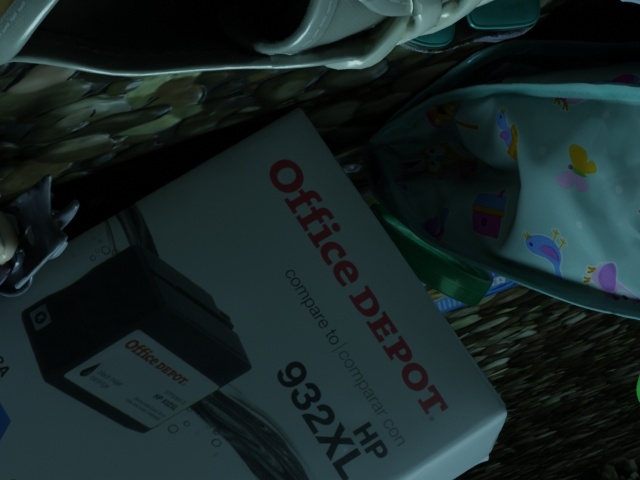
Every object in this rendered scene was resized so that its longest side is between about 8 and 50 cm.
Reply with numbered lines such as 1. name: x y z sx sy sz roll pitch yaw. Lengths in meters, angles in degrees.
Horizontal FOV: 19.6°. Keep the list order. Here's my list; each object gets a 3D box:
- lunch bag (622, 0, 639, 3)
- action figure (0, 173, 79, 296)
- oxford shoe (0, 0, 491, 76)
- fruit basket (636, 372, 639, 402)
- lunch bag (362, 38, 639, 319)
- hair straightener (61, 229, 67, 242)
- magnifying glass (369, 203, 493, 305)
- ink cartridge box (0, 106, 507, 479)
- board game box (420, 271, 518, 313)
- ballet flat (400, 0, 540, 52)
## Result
1. lunch bag: 0.193 -0.159 0.965 0.083 0.053 0.071 -29 168 -6
2. action figure: -0.242 0.008 0.911 0.285 0.099 0.185 -11 155 -44
3. oxford shoe: 0.030 -0.132 0.708 0.449 0.130 0.169 -10 160 -39
4. fruit basket: 0.379 -0.018 1.328 0.392 0.392 0.283 -31 144 34
5. lunch bag: 0.187 -0.044 1.146 0.223 0.160 0.262 -7 -167 -43
6. hair straightener: -0.181 0.029 1.137 0.089 0.047 0.230 -24 165 14
7. magnifying glass: 0.071 -0.002 1.235 0.026 0.092 0.231 -58 -178 8
8. ink cartridge box: -0.081 0.102 1.077 0.307 0.223 0.129 -31 166 -10
9. board game box: 0.111 0.014 1.466 0.210 0.047 0.160 -21 165 1
10. ballet flat: 0.064 -0.118 0.972 0.114 0.041 0.041 -7 160 -38
